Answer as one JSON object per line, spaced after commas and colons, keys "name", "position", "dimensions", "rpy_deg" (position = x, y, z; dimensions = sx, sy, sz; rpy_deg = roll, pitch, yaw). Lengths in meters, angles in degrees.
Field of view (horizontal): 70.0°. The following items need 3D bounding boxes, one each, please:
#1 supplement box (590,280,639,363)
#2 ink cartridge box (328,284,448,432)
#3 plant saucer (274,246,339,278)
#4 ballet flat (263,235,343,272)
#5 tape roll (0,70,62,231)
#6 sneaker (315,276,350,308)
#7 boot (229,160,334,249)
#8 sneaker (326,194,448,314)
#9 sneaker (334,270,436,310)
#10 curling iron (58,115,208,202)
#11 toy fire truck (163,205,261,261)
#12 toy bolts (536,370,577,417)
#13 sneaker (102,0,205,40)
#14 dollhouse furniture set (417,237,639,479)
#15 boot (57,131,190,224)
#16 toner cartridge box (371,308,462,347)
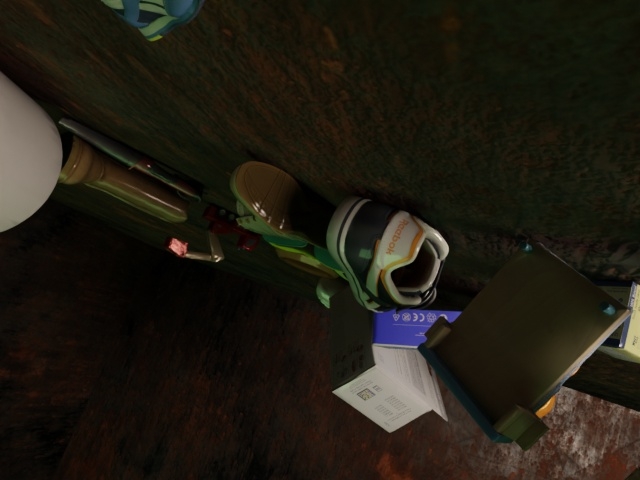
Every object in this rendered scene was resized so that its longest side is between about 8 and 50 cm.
{"name": "supplement box", "position": [0.384, 0.103, 0.575], "dimensions": [0.083, 0.083, 0.056], "rpy_deg": [24, 168, -19]}
{"name": "ink cartridge box", "position": [0.157, 0.285, 1.128], "dimensions": [0.272, 0.130, 0.309], "rpy_deg": [42, -156, -23]}
{"name": "plant saucer", "position": [-0.030, 0.056, 1.191], "dimensions": [0.200, 0.037, 0.200], "rpy_deg": [19, 168, 4]}
{"name": "ballet flat", "position": [0.000, 0.000, 0.830], "dimensions": [0.231, 0.077, 0.077], "rpy_deg": [17, -171, 31]}
{"name": "tape roll", "position": [-0.513, -0.138, 0.616], "dimensions": [0.246, 0.246, 0.169], "rpy_deg": [21, 168, 0]}
{"name": "sneaker", "position": [0.131, 0.161, 1.303], "dimensions": [0.297, 0.110, 0.129], "rpy_deg": [19, 153, -11]}
{"name": "boot", "position": [-0.086, -0.053, 0.699], "dimensions": [0.165, 0.077, 0.213], "rpy_deg": [13, 167, 45]}
{"name": "sneaker", "position": [0.118, 0.050, 0.685], "dimensions": [0.128, 0.126, 0.321], "rpy_deg": [21, 168, 28]}
{"name": "sneaker", "position": [0.126, 0.075, 0.891], "dimensions": [0.235, 0.084, 0.097], "rpy_deg": [21, 166, -7]}
{"name": "curling iron", "position": [-0.328, -0.136, 0.820], "dimensions": [0.274, 0.035, 0.068], "rpy_deg": [29, 166, -35]}
{"name": "toy fire truck", "position": [-0.235, -0.003, 1.025], "dimensions": [0.192, 0.135, 0.047], "rpy_deg": [27, 167, -29]}
{"name": "toy bolts", "position": [0.423, 0.272, 0.999], "dimensions": [0.229, 0.218, 0.158], "rpy_deg": [22, 157, 33]}
{"name": "sneaker", "position": [-0.096, -0.161, 0.265], "dimensions": [0.059, 0.053, 0.144], "rpy_deg": [32, 163, -37]}
{"name": "dollhouse furniture set", "position": [0.319, 0.118, 0.505], "dimensions": [0.198, 0.286, 0.303], "rpy_deg": [24, -163, -41]}
{"name": "boot", "position": [-0.376, -0.109, 0.894], "dimensions": [0.270, 0.089, 0.236], "rpy_deg": [30, -177, -35]}
{"name": "toner cartridge box", "position": [0.288, 0.183, 0.891], "dimensions": [0.348, 0.075, 0.165], "rpy_deg": [-1, 164, 19]}
